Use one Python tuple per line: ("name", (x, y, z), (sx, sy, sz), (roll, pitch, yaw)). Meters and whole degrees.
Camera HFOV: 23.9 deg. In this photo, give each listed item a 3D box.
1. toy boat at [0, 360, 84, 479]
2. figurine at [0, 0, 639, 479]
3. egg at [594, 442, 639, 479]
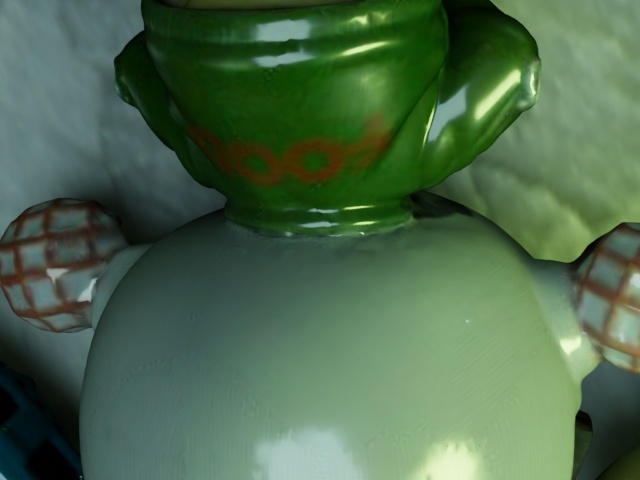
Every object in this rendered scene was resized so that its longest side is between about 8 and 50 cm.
("toy boat", (-0.119, 0.126, 0.656), (0.299, 0.092, 0.134), (52, 141, -4))
("figurine", (0.000, 0.000, 0.542), (0.281, 0.167, 0.370), (3, 105, 17))
("egg", (0.184, 0.140, 0.564), (0.201, 0.164, 0.164), (17, 113, -11))
